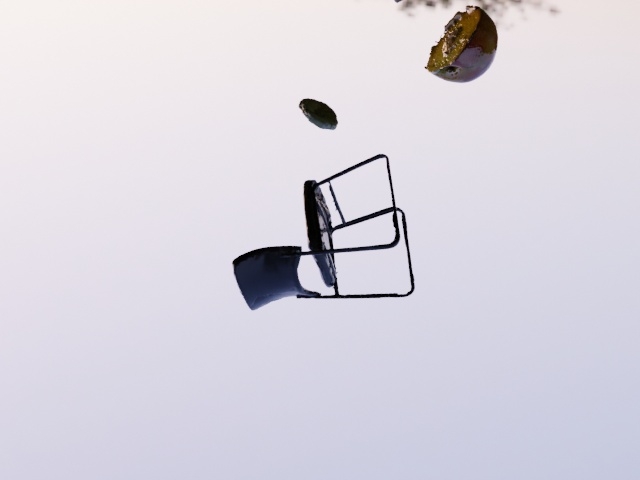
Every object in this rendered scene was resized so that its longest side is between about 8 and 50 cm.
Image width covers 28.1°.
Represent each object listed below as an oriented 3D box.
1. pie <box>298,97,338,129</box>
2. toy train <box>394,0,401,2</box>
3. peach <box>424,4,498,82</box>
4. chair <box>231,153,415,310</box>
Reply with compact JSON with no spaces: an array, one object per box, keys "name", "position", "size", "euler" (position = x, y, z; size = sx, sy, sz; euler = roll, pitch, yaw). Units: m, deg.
[{"name":"pie","position":[-0.003,-0.231,2.341],"size":[0.084,0.020,0.084],"euler":[25,-150,-15]},{"name":"toy train","position":[-0.018,-0.366,1.275],"size":[0.232,0.163,0.369],"euler":[-30,-139,5]},{"name":"peach","position":[0.174,-0.226,1.512],"size":[0.061,0.098,0.098],"euler":[35,-168,-21]},{"name":"chair","position":[0.000,0.000,1.674],"size":[0.221,0.140,0.145],"euler":[-11,-125,8]}]
